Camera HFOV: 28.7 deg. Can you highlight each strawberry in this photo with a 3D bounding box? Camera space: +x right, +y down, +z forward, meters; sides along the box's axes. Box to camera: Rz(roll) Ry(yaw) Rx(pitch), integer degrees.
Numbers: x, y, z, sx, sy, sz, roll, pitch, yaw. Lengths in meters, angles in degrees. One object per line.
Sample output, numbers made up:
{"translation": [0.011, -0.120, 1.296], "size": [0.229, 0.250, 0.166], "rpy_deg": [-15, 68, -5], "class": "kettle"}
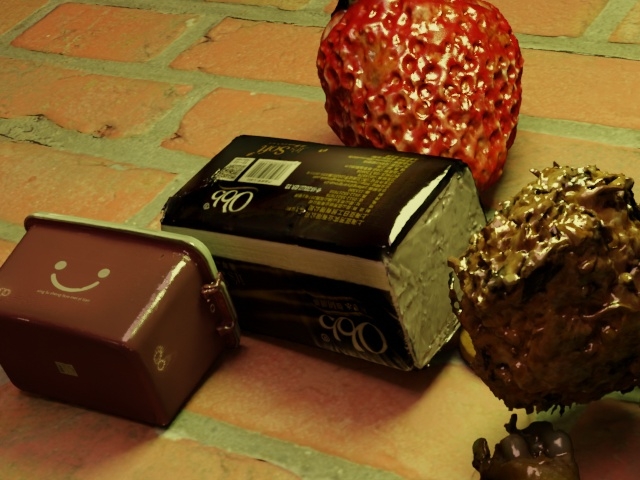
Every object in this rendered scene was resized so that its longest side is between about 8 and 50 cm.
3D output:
{"translation": [0.137, -0.197, 1.744], "size": [0.291, 0.292, 0.310], "rpy_deg": [3, 82, 21], "class": "strawberry"}

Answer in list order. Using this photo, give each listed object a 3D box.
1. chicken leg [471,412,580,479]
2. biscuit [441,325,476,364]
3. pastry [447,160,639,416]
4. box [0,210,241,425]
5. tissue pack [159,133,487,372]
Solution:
{"translation": [0.256, 0.286, 1.104], "size": [0.152, 0.201, 0.429], "rpy_deg": [22, 13, -26], "class": "chicken leg"}
{"translation": [0.207, 0.088, 1.497], "size": [0.184, 0.035, 0.249], "rpy_deg": [-28, 38, -20], "class": "biscuit"}
{"translation": [0.255, 0.054, 1.237], "size": [0.275, 0.275, 0.193], "rpy_deg": [-31, 47, -24], "class": "pastry"}
{"translation": [-0.263, 0.098, 1.513], "size": [0.294, 0.193, 0.167], "rpy_deg": [9, 49, 28], "class": "box"}
{"translation": [0.000, 0.000, 1.515], "size": [0.370, 0.198, 0.210], "rpy_deg": [11, 49, 39], "class": "tissue pack"}
